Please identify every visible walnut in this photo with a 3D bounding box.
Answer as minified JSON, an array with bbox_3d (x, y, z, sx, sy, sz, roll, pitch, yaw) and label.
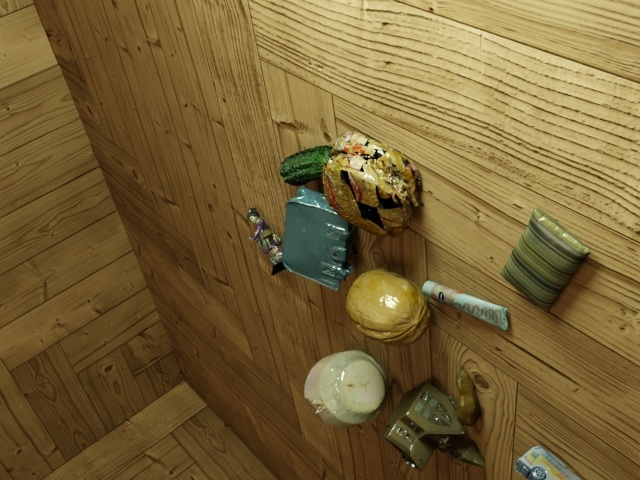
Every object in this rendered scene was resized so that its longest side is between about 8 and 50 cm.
[{"bbox_3d":[0.146,0.148,1.653,0.197,0.165,0.165,21,138,40],"label":"walnut"}]

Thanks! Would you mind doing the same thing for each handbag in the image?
[{"bbox_3d":[0.000,0.000,1.761,0.179,0.062,0.229,23,133,18],"label":"handbag"}]

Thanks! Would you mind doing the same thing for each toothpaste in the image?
[{"bbox_3d":[0.294,0.127,1.508,0.205,0.036,0.056,21,136,45],"label":"toothpaste"}]

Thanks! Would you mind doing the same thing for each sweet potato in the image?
[{"bbox_3d":[0.334,0.369,1.701,0.053,0.054,0.182,21,136,38],"label":"sweet potato"}]

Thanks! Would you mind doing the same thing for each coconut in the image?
[{"bbox_3d":[0.066,0.414,2.051,0.224,0.224,0.234,56,143,0],"label":"coconut"}]

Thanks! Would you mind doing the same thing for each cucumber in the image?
[{"bbox_3d":[-0.016,-0.171,1.668,0.077,0.077,0.265,61,153,-10],"label":"cucumber"}]

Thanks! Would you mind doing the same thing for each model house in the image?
[{"bbox_3d":[0.293,0.494,1.829,0.248,0.176,0.181,37,153,3],"label":"model house"}]

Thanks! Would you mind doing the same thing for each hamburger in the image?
[{"bbox_3d":[0.093,-0.104,1.476,0.231,0.107,0.231,26,152,15],"label":"hamburger"}]

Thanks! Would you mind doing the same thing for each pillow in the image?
[{"bbox_3d":[0.373,0.037,1.253,0.113,0.038,0.203,43,153,20],"label":"pillow"}]

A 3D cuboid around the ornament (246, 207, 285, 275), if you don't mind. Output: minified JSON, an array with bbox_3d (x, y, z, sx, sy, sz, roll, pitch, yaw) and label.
[{"bbox_3d":[-0.157,-0.002,2.104,0.203,0.081,0.088,51,154,13],"label":"ornament"}]

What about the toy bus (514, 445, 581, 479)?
[{"bbox_3d":[0.498,0.510,1.544,0.190,0.075,0.064,40,152,29],"label":"toy bus"}]
